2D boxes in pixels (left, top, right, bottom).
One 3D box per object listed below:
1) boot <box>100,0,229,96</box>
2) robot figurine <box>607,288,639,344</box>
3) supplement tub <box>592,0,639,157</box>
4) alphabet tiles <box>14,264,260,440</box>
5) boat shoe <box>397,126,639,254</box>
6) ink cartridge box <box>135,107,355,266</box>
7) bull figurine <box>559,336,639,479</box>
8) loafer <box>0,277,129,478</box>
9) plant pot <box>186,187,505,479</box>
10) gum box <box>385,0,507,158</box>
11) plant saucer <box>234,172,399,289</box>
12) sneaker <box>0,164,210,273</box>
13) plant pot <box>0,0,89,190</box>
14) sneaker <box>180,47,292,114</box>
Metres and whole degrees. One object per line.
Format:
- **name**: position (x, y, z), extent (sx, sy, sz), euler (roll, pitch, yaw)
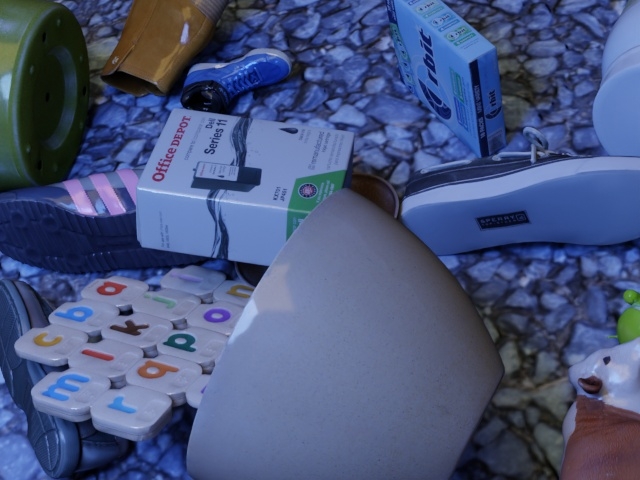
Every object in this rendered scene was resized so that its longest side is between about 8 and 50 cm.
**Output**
- **boot**: position (-0.253, -0.314, 1.461), extent (0.295, 0.104, 0.211), euler (27, 79, 49)
- **robot figurine**: position (0.337, 0.079, 0.988), extent (0.115, 0.067, 0.101), euler (-30, 49, -8)
- **supplement tub**: position (0.444, -0.222, 1.090), extent (0.235, 0.235, 0.325), euler (18, 59, 28)
- **alphabet tiles**: position (-0.160, 0.107, 1.065), extent (0.278, 0.021, 0.284), euler (11, 31, 22)
- **boat shoe**: position (0.234, -0.056, 1.101), extent (0.306, 0.113, 0.105), euler (-11, 43, 28)
- **ink cartridge box**: position (-0.077, -0.055, 1.091), extent (0.208, 0.086, 0.153), euler (8, 42, 5)
- **bull figurine**: position (0.270, 0.230, 0.865), extent (0.188, 0.101, 0.310), euler (15, 57, 24)
- **loafer**: position (-0.290, 0.146, 1.119), extent (0.084, 0.096, 0.267), euler (0, 41, -36)
- **plant pot**: position (0.043, 0.124, 0.873), extent (0.191, 0.284, 0.284), euler (28, 63, 14)
- **gum box**: position (0.147, -0.207, 1.215), extent (0.041, 0.157, 0.184), euler (-31, 50, -10)
- **plant saucer**: position (0.000, 0.000, 1.145), extent (0.199, 0.036, 0.198), euler (-19, 34, 13)
- **sneaker**: position (-0.249, -0.037, 1.243), extent (0.319, 0.112, 0.131), euler (1, 37, 12)
- **plant pot**: position (-0.499, -0.201, 1.302), extent (0.353, 0.366, 0.366), euler (8, 54, 8)
- **sneaker**: position (-0.113, -0.202, 1.349), extent (0.152, 0.058, 0.084), euler (-5, 45, 18)
